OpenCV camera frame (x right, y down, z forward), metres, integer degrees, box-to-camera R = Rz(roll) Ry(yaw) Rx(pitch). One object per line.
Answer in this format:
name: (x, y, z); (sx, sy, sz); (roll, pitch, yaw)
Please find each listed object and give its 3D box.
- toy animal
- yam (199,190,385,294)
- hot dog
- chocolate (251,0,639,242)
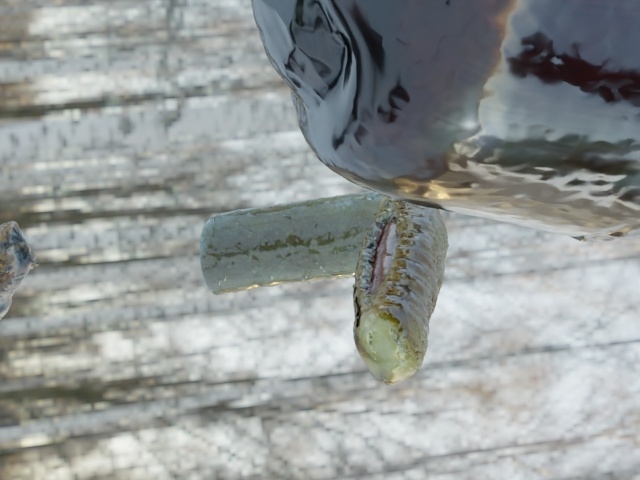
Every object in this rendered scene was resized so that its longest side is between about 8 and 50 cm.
toy animal: (-0.363, 0.078, 1.264); (0.116, 0.255, 0.114); (23, -42, 41)
yam: (0.000, 0.000, 1.577); (0.093, 0.259, 0.093); (-7, 90, -69)
hot dog: (0.076, 0.032, 1.343); (0.068, 0.083, 0.289); (-39, -165, 22)
chocolate: (0.127, -0.159, 0.974); (0.384, 0.331, 0.383); (22, -64, 57)
